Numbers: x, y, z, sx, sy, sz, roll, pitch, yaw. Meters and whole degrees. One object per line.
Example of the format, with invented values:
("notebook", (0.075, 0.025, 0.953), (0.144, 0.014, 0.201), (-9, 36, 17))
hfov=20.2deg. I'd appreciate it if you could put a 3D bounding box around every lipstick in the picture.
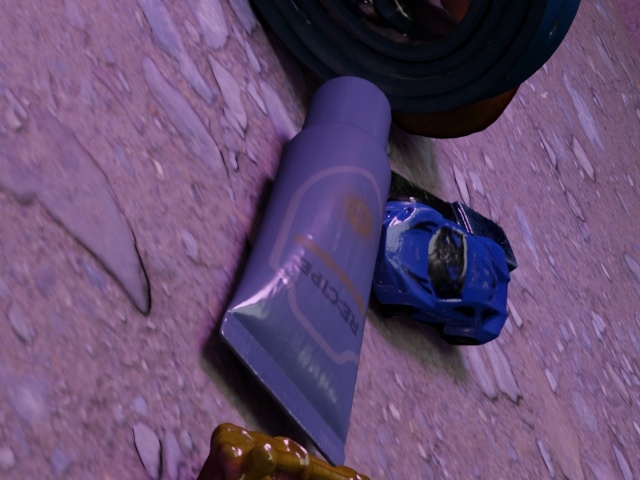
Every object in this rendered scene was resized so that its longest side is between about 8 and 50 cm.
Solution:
("lipstick", (0.088, -0.021, 1.621), (0.312, 0.051, 0.051), (26, 41, -56))

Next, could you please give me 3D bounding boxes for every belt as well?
("belt", (0.063, -0.324, 1.578), (0.436, 0.300, 0.173), (65, 19, -2))

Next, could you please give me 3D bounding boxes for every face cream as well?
("face cream", (0.000, 0.000, 1.325), (0.135, 0.086, 0.385), (51, 27, -23))

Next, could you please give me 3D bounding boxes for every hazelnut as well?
("hazelnut", (0.135, -0.209, 1.771), (0.181, 0.212, 0.181), (-7, 36, -41))

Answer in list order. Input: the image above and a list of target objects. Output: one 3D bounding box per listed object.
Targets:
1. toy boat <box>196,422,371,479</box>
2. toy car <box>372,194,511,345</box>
("toy boat", (0.001, 0.177, 1.067), (0.318, 0.099, 0.141), (33, 34, -59))
("toy car", (0.106, 0.027, 1.534), (0.216, 0.063, 0.103), (27, 64, -59))
